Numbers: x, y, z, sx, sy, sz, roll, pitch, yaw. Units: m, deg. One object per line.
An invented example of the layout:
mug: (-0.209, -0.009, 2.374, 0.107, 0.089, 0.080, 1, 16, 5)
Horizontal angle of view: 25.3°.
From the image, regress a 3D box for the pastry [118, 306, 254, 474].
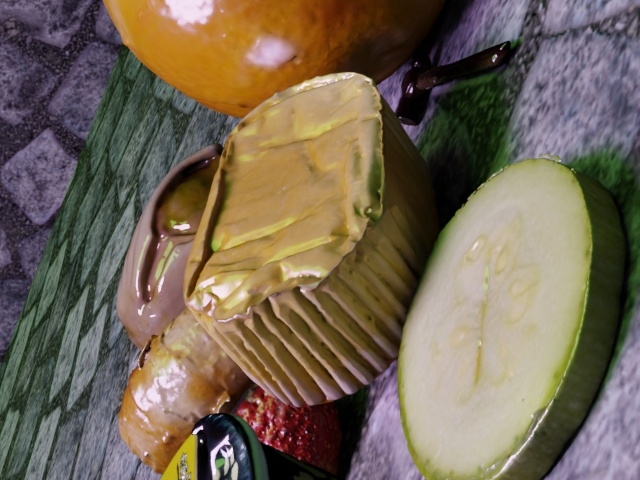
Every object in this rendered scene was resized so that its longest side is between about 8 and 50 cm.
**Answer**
pastry: (-0.086, 0.111, 1.226, 0.218, 0.100, 0.229, -44, -14, -50)

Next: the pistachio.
pistachio: (-0.127, 0.013, 1.498, 0.238, 0.138, 0.153, -69, -17, 0)

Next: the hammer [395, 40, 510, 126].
hammer: (0.109, -0.133, 1.147, 0.178, 0.021, 0.065, -7, 64, 67)

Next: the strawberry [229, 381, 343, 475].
strawberry: (-0.024, 0.155, 1.115, 0.106, 0.106, 0.106, -56, 22, 37)

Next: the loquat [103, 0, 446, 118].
loquat: (-0.037, -0.266, 1.227, 0.328, 0.328, 0.328, -56, 22, 37)

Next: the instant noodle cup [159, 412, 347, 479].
instant noodle cup: (0.026, 0.212, 0.650, 0.215, 0.236, 0.215, -57, 21, 36)

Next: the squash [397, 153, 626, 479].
squash: (0.113, 0.053, 0.889, 0.219, 0.041, 0.219, -56, 23, 38)

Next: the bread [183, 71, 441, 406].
bread: (0.000, 0.000, 1.071, 0.179, 0.133, 0.250, -25, 38, 23)

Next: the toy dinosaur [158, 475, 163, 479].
toy dinosaur: (-0.121, 0.208, 1.362, 0.120, 0.079, 0.292, -23, 52, 59)
